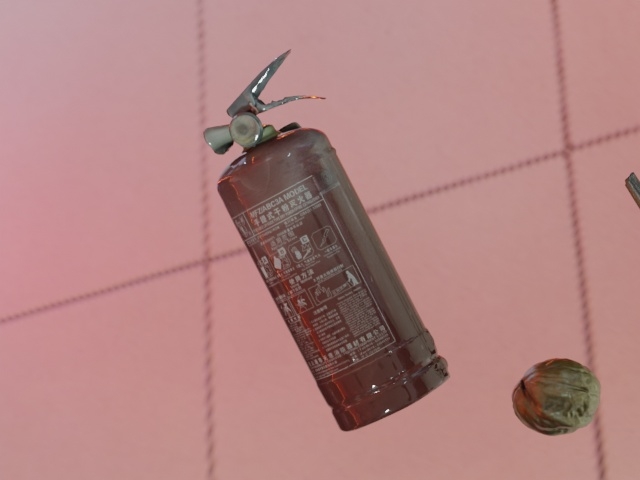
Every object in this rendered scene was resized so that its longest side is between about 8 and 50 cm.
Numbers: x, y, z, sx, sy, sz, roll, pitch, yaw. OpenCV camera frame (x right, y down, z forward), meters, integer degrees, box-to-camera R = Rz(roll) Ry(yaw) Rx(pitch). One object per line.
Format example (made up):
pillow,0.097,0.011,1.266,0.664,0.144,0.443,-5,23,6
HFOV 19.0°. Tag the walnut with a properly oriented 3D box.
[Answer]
walnut,0.237,0.158,1.919,0.092,0.092,0.092,-13,67,33

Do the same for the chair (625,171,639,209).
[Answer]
chair,0.434,-0.002,1.712,0.272,0.188,0.166,56,146,0

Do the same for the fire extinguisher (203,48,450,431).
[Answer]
fire extinguisher,0.000,0.000,1.406,0.105,0.105,0.269,-26,92,28
